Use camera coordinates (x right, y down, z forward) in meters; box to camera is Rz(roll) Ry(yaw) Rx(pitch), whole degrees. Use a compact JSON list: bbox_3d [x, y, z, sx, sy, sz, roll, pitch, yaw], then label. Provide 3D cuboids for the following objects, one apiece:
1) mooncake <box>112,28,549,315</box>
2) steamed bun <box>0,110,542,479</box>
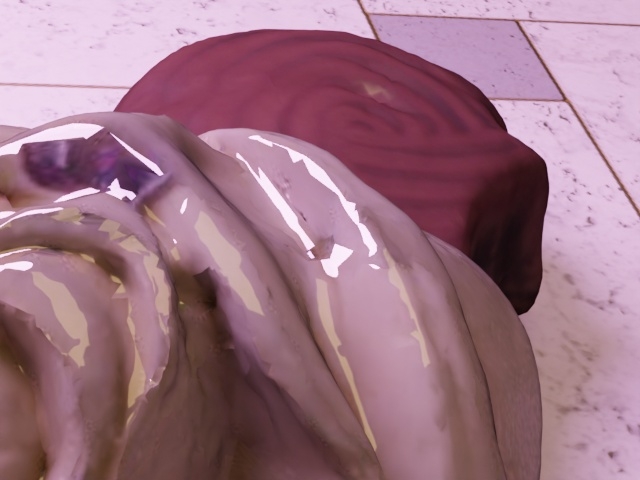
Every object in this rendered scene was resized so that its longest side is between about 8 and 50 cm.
[{"bbox_3d":[0.000,0.000,0.936,0.326,0.174,0.334,-12,40,-33],"label":"mooncake"},{"bbox_3d":[-0.095,0.087,0.639,0.368,0.255,0.342,8,64,12],"label":"steamed bun"}]
